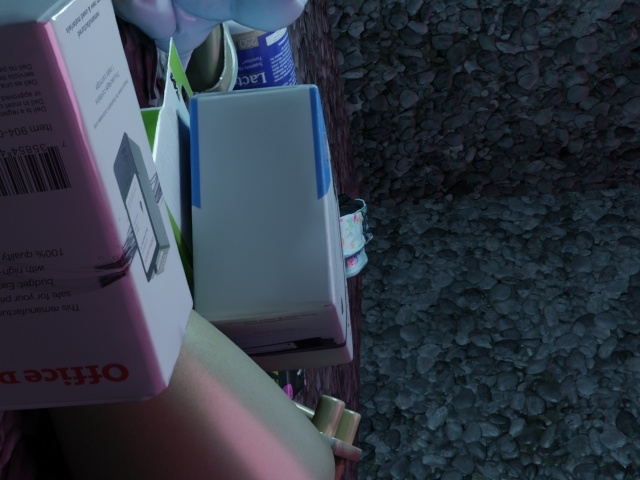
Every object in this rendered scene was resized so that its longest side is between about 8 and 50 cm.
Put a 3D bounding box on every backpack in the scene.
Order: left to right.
[{"bbox_3d":[0.000,0.000,1.936,0.253,0.225,0.190,-30,110,-76],"label":"backpack"}]

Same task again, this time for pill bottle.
[{"bbox_3d":[-0.121,-0.299,1.509,0.153,0.153,0.264,-84,166,-51],"label":"pill bottle"}]

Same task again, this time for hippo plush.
[{"bbox_3d":[-0.140,-0.347,1.125,0.234,0.237,0.294,-62,146,-75],"label":"hippo plush"}]

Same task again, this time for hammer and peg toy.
[{"bbox_3d":[-0.070,0.289,1.298,0.361,0.266,0.127,62,46,-71],"label":"hammer and peg toy"}]

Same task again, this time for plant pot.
[{"bbox_3d":[-0.160,0.179,0.847,0.274,0.257,0.256,61,19,-24],"label":"plant pot"}]

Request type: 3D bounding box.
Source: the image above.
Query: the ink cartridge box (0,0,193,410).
[{"bbox_3d":[-0.219,-0.023,0.573,0.114,0.199,0.272,-83,166,-58],"label":"ink cartridge box"}]

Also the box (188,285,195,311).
[{"bbox_3d":[-0.165,0.064,1.304,0.137,0.072,0.126,65,22,-68],"label":"box"}]

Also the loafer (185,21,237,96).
[{"bbox_3d":[-0.193,-0.334,1.323,0.087,0.095,0.251,24,57,-67],"label":"loafer"}]

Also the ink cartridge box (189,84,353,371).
[{"bbox_3d":[-0.055,0.008,1.150,0.395,0.166,0.285,75,10,-72],"label":"ink cartridge box"}]

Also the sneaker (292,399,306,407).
[{"bbox_3d":[-0.058,0.429,1.835,0.083,0.070,0.185,82,7,-58],"label":"sneaker"}]

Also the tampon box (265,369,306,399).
[{"bbox_3d":[-0.095,0.234,1.583,0.161,0.102,0.120,-10,95,-81],"label":"tampon box"}]

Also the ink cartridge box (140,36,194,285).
[{"bbox_3d":[-0.209,-0.093,1.032,0.188,0.097,0.255,74,11,-50],"label":"ink cartridge box"}]
